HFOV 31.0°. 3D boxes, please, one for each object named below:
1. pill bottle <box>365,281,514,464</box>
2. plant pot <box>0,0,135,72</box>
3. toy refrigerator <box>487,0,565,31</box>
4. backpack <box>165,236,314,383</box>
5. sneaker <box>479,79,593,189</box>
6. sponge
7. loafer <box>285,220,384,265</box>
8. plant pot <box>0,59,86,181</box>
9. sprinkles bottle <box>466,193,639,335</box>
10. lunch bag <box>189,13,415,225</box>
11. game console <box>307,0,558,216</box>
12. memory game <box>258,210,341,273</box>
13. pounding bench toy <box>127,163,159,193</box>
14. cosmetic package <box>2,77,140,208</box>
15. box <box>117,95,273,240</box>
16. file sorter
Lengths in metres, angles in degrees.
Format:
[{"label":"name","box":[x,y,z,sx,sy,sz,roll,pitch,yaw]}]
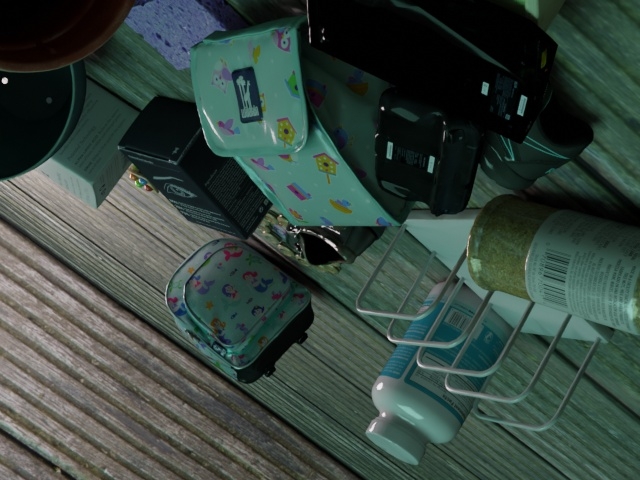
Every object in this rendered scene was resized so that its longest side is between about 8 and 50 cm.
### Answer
[{"label":"pill bottle","box":[0.174,0.204,1.748,0.146,0.264,0.146,31,163,10]},{"label":"plant pot","box":[-0.376,-0.342,1.299,0.272,0.272,0.265,46,167,-35]},{"label":"toy refrigerator","box":[0.074,-0.264,0.944,0.269,0.094,0.102,27,162,22]},{"label":"backpack","box":[-0.167,0.118,2.200,0.253,0.225,0.191,36,163,27]},{"label":"sneaker","box":[0.159,-0.161,1.117,0.106,0.101,0.267,-19,130,44]},{"label":"sponge","box":[-0.170,-0.272,1.463,0.117,0.031,0.210,42,161,-27]},{"label":"loafer","box":[0.000,0.000,1.802,0.096,0.084,0.267,39,160,-17]},{"label":"plant pot","box":[-0.477,-0.243,1.755,0.290,0.290,0.195,33,-167,2]},{"label":"sprinkles bottle","box":[0.332,0.039,1.263,0.355,0.121,0.121,18,157,42]},{"label":"lunch bag","box":[-0.015,-0.142,1.327,0.262,0.160,0.223,48,155,-28]},{"label":"game console","box":[0.090,-0.124,1.067,0.213,0.044,0.361,28,159,12]},{"label":"memory game","box":[-0.042,0.004,2.017,0.186,0.012,0.186,30,163,10]},{"label":"pounding bench toy","box":[-0.316,-0.129,2.055,0.083,0.065,0.052,24,161,29]},{"label":"cosmetic package","box":[-0.413,-0.179,1.946,0.184,0.151,0.151,33,163,2]},{"label":"box","box":[-0.186,-0.112,1.796,0.153,0.108,0.207,18,157,41]},{"label":"file sorter","box":[0.215,0.107,1.572,0.278,0.173,0.193,42,160,-24]}]
